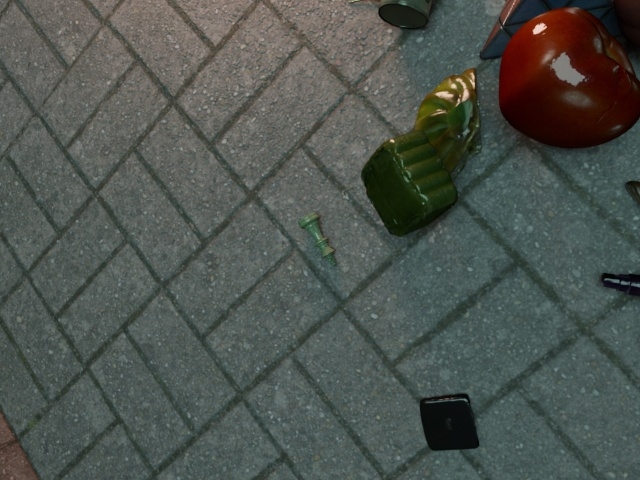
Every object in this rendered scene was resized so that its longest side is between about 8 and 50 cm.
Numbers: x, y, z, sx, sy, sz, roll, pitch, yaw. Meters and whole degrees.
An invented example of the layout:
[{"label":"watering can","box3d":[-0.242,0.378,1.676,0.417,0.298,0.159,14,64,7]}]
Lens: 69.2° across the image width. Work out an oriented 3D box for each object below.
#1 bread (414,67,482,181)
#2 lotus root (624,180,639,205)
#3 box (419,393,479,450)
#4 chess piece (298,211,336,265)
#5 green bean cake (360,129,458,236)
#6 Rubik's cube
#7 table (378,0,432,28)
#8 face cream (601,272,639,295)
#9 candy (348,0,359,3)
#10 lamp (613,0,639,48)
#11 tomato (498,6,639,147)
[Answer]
[{"label":"bread","box3d":[0.289,-0.257,1.071,0.156,0.158,0.261,-4,85,22]},{"label":"lotus root","box3d":[0.688,-0.095,0.986,0.030,0.037,0.083,-33,78,11]},{"label":"box","box3d":[0.307,0.437,1.112,0.125,0.027,0.126,-13,85,21]},{"label":"chess piece","box3d":[0.000,0.000,1.216,0.059,0.059,0.149,-32,82,16]},{"label":"green bean cake","box3d":[0.195,-0.126,1.066,0.113,0.214,0.200,-24,78,-20]},{"label":"Rubik's cube","box3d":[0.503,-0.538,1.010,0.228,0.229,0.233,-28,34,-20]},{"label":"table","box3d":[0.228,-0.645,1.117,0.126,0.126,0.220,17,93,19]},{"label":"face cream","box3d":[0.728,0.104,0.944,0.273,0.078,0.078,9,91,20]},{"label":"candy","box3d":[0.130,-0.634,1.206,0.122,0.035,0.035,1,100,29]},{"label":"lamp","box3d":[0.699,-0.516,0.874,0.305,0.305,0.240,-39,44,14]},{"label":"tomato","box3d":[0.496,-0.317,0.951,0.226,0.298,0.299,-40,74,48]}]
